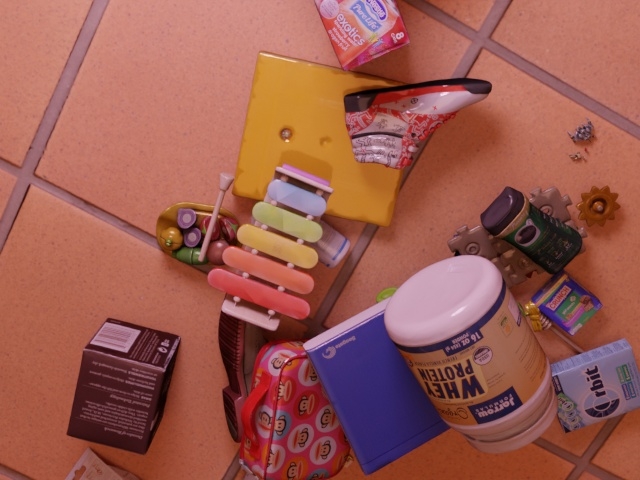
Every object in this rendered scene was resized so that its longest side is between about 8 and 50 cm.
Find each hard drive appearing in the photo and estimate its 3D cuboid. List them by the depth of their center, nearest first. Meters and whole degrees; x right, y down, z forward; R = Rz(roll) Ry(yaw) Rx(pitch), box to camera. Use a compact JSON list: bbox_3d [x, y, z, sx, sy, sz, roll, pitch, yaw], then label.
[{"bbox_3d":[0.120,0.290,1.562,0.210,0.040,0.319,-27,113,-9],"label":"hard drive"}]

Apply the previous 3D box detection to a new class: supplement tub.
[{"bbox_3d":[0.282,0.210,1.449,0.228,0.228,0.316,-29,111,10],"label":"supplement tub"},{"bbox_3d":[0.000,0.000,1.577,0.107,0.071,0.071,37,105,-9],"label":"supplement tub"}]

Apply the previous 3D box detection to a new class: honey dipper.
[{"bbox_3d":[0.504,0.199,1.641,0.160,0.030,0.030,36,105,-12],"label":"honey dipper"}]

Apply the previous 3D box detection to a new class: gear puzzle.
[{"bbox_3d":[0.427,-0.021,1.569,0.339,0.044,0.175,-28,111,11],"label":"gear puzzle"}]

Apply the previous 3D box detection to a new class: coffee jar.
[{"bbox_3d":[0.397,-0.021,1.500,0.184,0.079,0.096,33,117,-14],"label":"coffee jar"}]

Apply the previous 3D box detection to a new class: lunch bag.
[{"bbox_3d":[-0.050,0.346,1.590,0.258,0.120,0.293,3,102,-40],"label":"lunch bag"}]

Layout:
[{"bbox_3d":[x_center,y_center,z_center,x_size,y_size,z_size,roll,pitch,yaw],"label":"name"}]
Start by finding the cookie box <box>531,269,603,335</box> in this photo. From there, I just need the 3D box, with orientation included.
[{"bbox_3d":[0.501,0.126,1.611,0.107,0.040,0.092,38,105,-8],"label":"cookie box"}]

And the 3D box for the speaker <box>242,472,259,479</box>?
[{"bbox_3d":[-0.158,0.563,1.760,0.055,0.055,0.136,22,107,-4],"label":"speaker"}]

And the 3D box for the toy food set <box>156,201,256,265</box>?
[{"bbox_3d":[-0.228,-0.003,1.584,0.218,0.071,0.128,7,107,0],"label":"toy food set"}]

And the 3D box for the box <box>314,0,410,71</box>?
[{"bbox_3d":[0.075,-0.383,1.362,0.122,0.257,0.128,-21,105,10],"label":"box"}]

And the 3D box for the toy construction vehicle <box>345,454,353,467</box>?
[{"bbox_3d":[0.044,0.454,1.729,0.098,0.035,0.086,44,104,-10],"label":"toy construction vehicle"}]

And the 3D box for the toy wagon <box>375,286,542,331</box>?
[{"bbox_3d":[0.273,0.188,1.604,0.344,0.068,0.267,-17,114,11],"label":"toy wagon"}]

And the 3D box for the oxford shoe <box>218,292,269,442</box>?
[{"bbox_3d":[-0.136,0.244,1.652,0.130,0.123,0.348,-7,107,-23],"label":"oxford shoe"}]

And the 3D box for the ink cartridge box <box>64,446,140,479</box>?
[{"bbox_3d":[-0.488,0.570,1.793,0.179,0.045,0.145,40,106,10],"label":"ink cartridge box"}]

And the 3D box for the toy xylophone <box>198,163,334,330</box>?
[{"bbox_3d":[-0.109,0.003,1.502,0.236,0.081,0.323,14,105,-1],"label":"toy xylophone"}]

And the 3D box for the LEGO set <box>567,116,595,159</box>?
[{"bbox_3d":[0.506,-0.195,1.523,0.054,0.023,0.083,-9,106,5],"label":"LEGO set"}]

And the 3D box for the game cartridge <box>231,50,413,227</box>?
[{"bbox_3d":[0.010,-0.193,1.534,0.323,0.053,0.285,12,107,-4],"label":"game cartridge"}]

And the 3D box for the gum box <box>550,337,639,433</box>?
[{"bbox_3d":[0.572,0.306,1.651,0.184,0.041,0.157,-21,114,9],"label":"gum box"}]

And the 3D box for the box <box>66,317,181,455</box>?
[{"bbox_3d":[-0.401,0.296,1.629,0.167,0.168,0.203,14,107,-3],"label":"box"}]

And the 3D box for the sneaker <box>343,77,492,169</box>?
[{"bbox_3d":[0.183,-0.213,1.456,0.270,0.090,0.145,-7,108,5],"label":"sneaker"}]
